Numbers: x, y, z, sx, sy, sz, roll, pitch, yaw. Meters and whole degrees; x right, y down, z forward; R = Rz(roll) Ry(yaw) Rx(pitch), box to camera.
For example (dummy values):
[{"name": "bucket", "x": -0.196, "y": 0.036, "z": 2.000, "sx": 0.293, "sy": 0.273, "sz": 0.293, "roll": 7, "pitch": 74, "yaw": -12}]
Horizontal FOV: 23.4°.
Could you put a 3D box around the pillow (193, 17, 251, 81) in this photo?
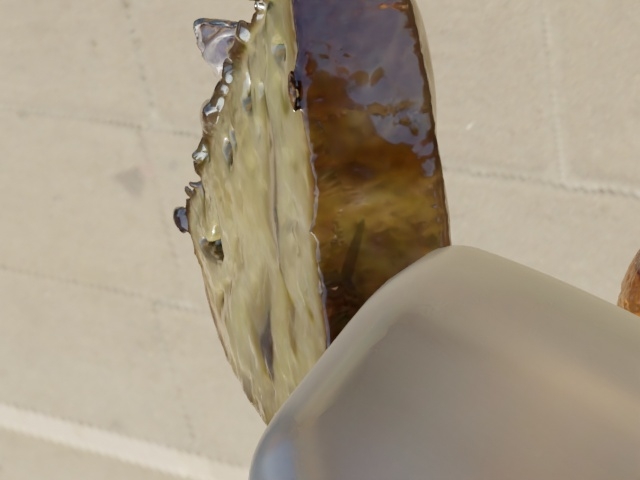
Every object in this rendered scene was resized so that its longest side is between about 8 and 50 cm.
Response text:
[{"name": "pillow", "x": -0.014, "y": -0.071, "z": 1.222, "sx": 0.135, "sy": 0.049, "sz": 0.248, "roll": 10, "pitch": 145, "yaw": 27}]

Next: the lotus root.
[{"name": "lotus root", "x": 0.000, "y": 0.000, "z": 0.650, "sx": 0.261, "sy": 0.074, "sz": 0.170, "roll": 132, "pitch": 126, "yaw": -71}]

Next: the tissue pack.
[{"name": "tissue pack", "x": 0.042, "y": 0.191, "z": 0.418, "sx": 0.236, "sy": 0.333, "sz": 0.229, "roll": 35, "pitch": 177, "yaw": 16}]

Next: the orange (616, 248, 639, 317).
[{"name": "orange", "x": 0.345, "y": 0.062, "z": 1.291, "sx": 0.193, "sy": 0.161, "sz": 0.193, "roll": 10, "pitch": 125, "yaw": 14}]
